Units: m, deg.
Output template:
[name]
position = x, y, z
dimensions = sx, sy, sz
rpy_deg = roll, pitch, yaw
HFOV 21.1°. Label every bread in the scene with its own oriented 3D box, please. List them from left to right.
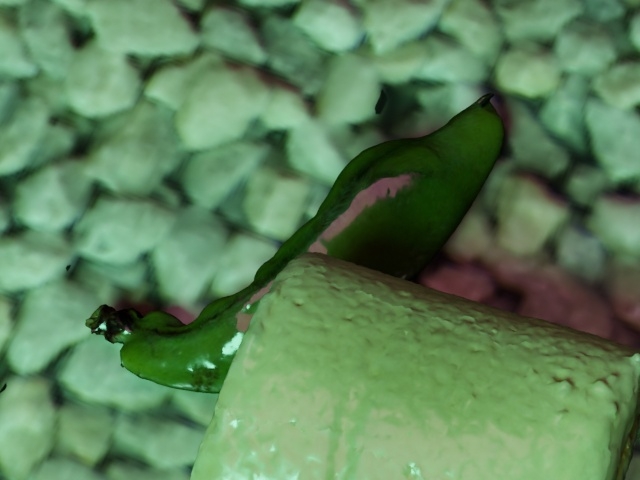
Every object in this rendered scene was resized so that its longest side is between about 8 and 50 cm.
[bread]
position = 0.034, 0.091, 0.613
dimensions = 0.141, 0.134, 0.148
rpy_deg = 17, 96, 8

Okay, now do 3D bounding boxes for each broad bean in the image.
[broad bean]
position = 0.002, 0.008, 0.702
dimensions = 0.195, 0.046, 0.061
rpy_deg = -29, 72, -7
